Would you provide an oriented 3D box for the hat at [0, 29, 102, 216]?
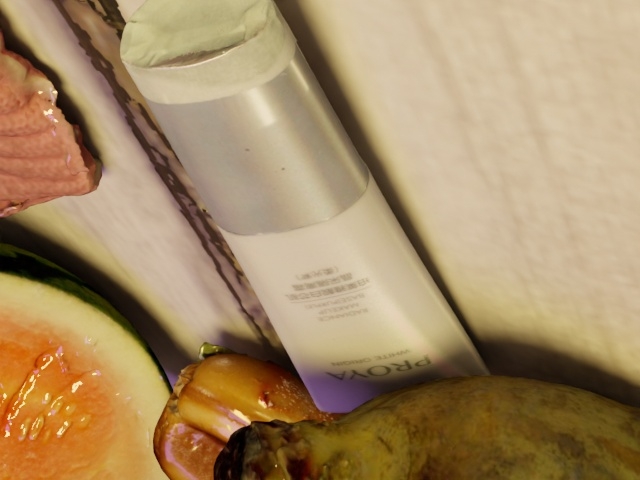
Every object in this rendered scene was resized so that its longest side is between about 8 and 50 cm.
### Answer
[{"bbox_3d":[-0.258,-0.071,0.590,0.286,0.107,0.237,-15,135,26],"label":"hat"}]

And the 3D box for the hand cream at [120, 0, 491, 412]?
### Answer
[{"bbox_3d":[0.000,0.000,0.520,0.079,0.048,0.255,-8,142,17],"label":"hand cream"}]

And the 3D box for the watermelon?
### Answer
[{"bbox_3d":[-0.189,0.053,0.704,0.303,0.159,0.128,13,144,-31],"label":"watermelon"}]

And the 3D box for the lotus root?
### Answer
[{"bbox_3d":[0.102,0.144,0.556,0.309,0.173,0.173,31,154,-10],"label":"lotus root"}]

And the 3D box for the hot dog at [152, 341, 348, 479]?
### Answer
[{"bbox_3d":[0.025,0.141,0.730,0.250,0.076,0.104,33,135,-14],"label":"hot dog"}]
